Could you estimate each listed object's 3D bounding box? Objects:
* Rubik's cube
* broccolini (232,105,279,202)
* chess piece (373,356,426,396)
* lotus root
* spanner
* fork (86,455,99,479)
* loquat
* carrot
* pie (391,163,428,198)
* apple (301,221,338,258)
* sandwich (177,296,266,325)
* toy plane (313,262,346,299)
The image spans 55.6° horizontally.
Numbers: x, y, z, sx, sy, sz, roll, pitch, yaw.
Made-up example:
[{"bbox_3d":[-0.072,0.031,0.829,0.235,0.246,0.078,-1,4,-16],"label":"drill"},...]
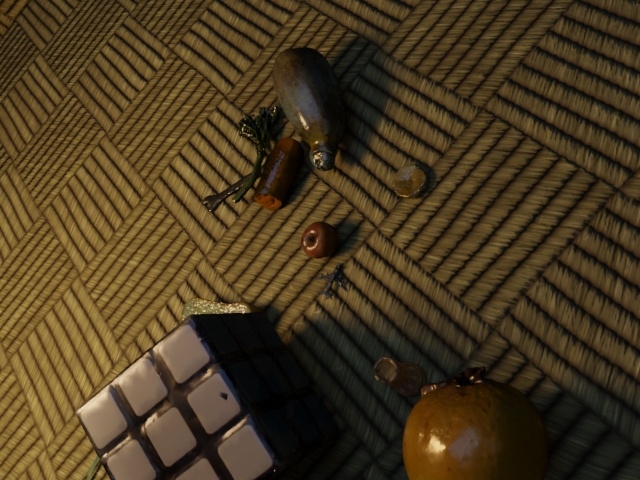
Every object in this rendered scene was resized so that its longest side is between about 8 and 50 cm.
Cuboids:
[{"bbox_3d":[-0.197,0.334,1.132,0.304,0.305,0.301,-39,73,10],"label":"Rubik's cube"},{"bbox_3d":[-0.189,-0.219,1.535,0.123,0.062,0.271,0,66,47],"label":"broccolini"},{"bbox_3d":[0.144,0.247,1.109,0.066,0.122,0.066,-12,65,27],"label":"chess piece"},{"bbox_3d":[-0.009,-0.314,1.414,0.140,0.158,0.322,-29,65,18],"label":"lotus root"},{"bbox_3d":[-0.200,-0.146,1.545,0.254,0.015,0.054,-30,60,18],"label":"spanner"},{"bbox_3d":[-0.547,0.553,1.467,0.039,0.021,0.235,26,84,32],"label":"fork"},{"bbox_3d":[0.241,0.321,0.961,0.244,0.244,0.244,-12,65,27],"label":"loquat"},{"bbox_3d":[-0.097,-0.160,1.448,0.082,0.082,0.173,15,80,35],"label":"carrot"},{"bbox_3d":[0.190,-0.125,1.297,0.084,0.020,0.084,-13,62,27],"label":"pie"},{"bbox_3d":[0.000,0.000,1.331,0.084,0.071,0.084,-12,70,34],"label":"apple"},{"bbox_3d":[-0.234,0.227,1.382,0.214,0.065,0.186,4,73,31],"label":"sandwich"},{"bbox_3d":[0.025,0.086,1.308,0.078,0.024,0.084,19,81,17],"label":"toy plane"}]
